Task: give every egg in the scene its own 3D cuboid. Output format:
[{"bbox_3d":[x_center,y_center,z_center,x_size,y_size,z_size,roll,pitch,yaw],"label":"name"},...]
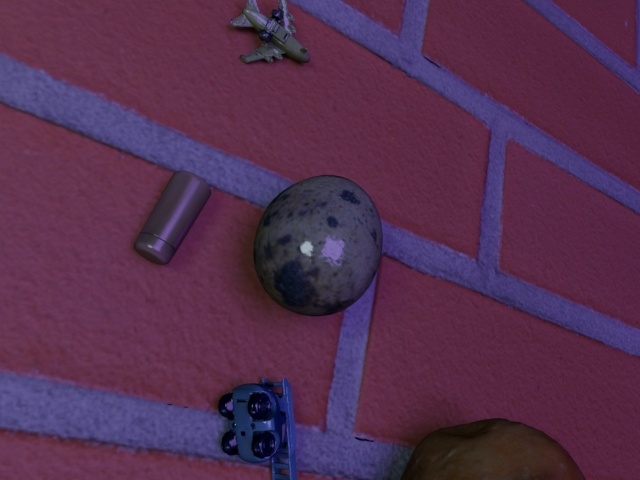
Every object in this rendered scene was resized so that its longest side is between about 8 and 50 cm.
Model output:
[{"bbox_3d":[0.000,0.000,0.655,0.141,0.141,0.181,43,43,-20],"label":"egg"}]

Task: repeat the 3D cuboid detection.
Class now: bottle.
[{"bbox_3d":[-0.154,-0.024,0.612,0.045,0.045,0.096,36,65,-23],"label":"bottle"}]

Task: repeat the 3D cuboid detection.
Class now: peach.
[{"bbox_3d":[0.205,0.312,0.677,0.214,0.235,0.214,11,66,-26],"label":"peach"}]

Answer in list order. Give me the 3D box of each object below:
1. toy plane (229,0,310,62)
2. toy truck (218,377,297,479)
[{"bbox_3d":[-0.056,-0.255,0.728,0.111,0.040,0.102,30,84,-24],"label":"toy plane"},{"bbox_3d":[-0.060,0.217,0.622,0.074,0.063,0.136,4,81,-54],"label":"toy truck"}]
